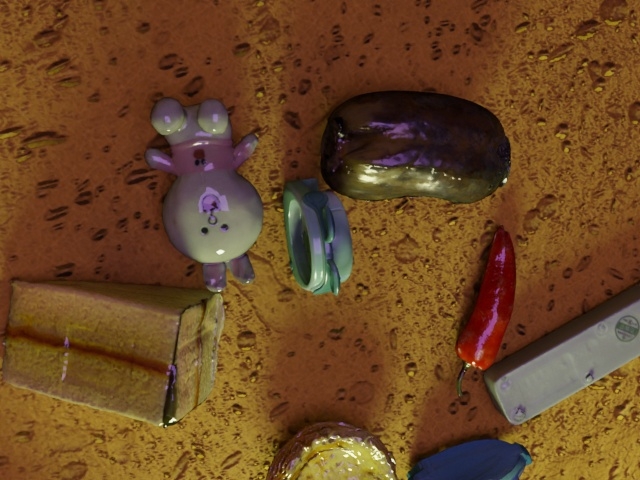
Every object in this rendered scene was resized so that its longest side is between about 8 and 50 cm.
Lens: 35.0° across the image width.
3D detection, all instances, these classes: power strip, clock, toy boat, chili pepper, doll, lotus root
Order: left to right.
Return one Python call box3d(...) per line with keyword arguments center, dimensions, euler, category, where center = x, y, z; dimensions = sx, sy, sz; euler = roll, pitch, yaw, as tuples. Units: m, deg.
box3d(center=(-0.148, -0.072, 1.370), dimensions=(0.154, 0.113, 0.275), euler=(-13, 112, -4), category="doll")
box3d(center=(-0.001, 0.000, 1.380), dimensions=(0.060, 0.188, 0.148), euler=(-8, 106, -14), category="clock")
box3d(center=(0.135, -0.127, 1.412), dimensions=(0.274, 0.160, 0.152), euler=(6, 69, -18), category="lotus root")
box3d(center=(0.235, 0.373, 1.593), dimensions=(0.215, 0.088, 0.102), euler=(-16, 140, -13), category="toy boat")
box3d(center=(0.255, 0.112, 1.548), dimensions=(0.071, 0.063, 0.272), euler=(15, 94, -32), category="chili pepper")
box3d(center=(0.440, 0.160, 1.608), dimensions=(0.385, 0.062, 0.091), euler=(-28, 107, -8), category="power strip")

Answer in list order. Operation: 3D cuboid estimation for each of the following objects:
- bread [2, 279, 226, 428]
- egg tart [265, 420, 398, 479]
box3d(center=(-0.281, 0.134, 1.406), dimensions=(0.263, 0.163, 0.168), euler=(13, 100, 13), category="bread")
box3d(center=(0.013, 0.361, 1.511), dimensions=(0.212, 0.090, 0.213), euler=(-4, 105, -15), category="egg tart")
